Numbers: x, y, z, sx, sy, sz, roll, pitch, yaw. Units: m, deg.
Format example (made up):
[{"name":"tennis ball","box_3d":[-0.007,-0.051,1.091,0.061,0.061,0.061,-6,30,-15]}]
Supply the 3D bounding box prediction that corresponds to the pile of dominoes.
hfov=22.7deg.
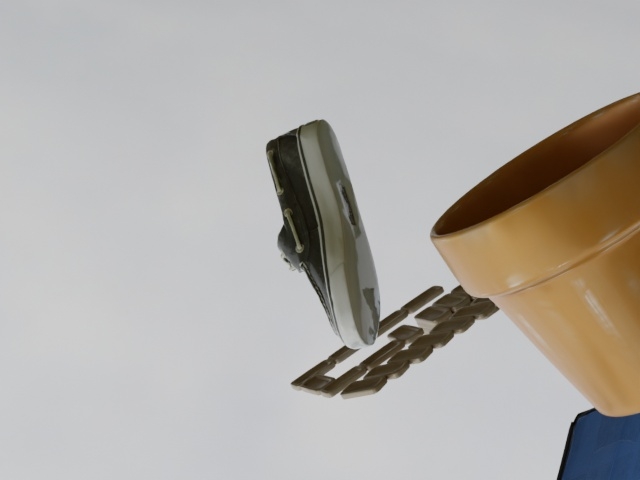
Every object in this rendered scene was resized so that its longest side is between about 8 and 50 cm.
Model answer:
[{"name":"pile of dominoes","box_3d":[0.106,0.131,1.914,0.251,0.040,0.196,-33,-166,-19]}]

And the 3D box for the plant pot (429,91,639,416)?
[{"name":"plant pot","box_3d":[0.217,0.019,1.190,0.205,0.188,0.205,-33,-173,5]}]

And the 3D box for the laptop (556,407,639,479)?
[{"name":"laptop","box_3d":[0.384,0.352,1.572,0.407,0.382,0.236,11,-168,-2]}]

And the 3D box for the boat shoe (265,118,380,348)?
[{"name":"boat shoe","box_3d":[0.000,0.000,1.459,0.070,0.219,0.078,-20,160,21]}]
